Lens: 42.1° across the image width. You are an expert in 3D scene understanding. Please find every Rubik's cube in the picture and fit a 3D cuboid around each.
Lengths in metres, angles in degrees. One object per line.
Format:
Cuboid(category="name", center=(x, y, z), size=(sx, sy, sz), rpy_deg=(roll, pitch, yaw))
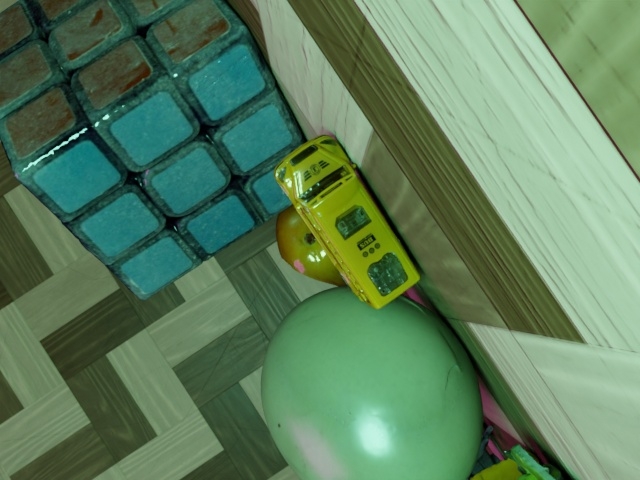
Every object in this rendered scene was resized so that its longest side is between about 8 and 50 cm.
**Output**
Cuboid(category="Rubik's cube", center=(-0.219, -0.166, 1.068), size=(0.304, 0.305, 0.301), rpy_deg=(57, 180, 37))

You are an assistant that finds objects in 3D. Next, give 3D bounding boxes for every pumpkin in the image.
Cuboid(category="pumpkin", center=(0.201, 0.257, 0.874), size=(0.054, 0.074, 0.083), rpy_deg=(60, -178, 31))

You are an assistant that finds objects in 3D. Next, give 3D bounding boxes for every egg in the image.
Cuboid(category="egg", center=(0.052, 0.162, 0.858), size=(0.269, 0.219, 0.219), rpy_deg=(49, 174, 40))

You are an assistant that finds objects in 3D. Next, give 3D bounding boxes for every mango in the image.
Cuboid(category="mango", center=(0.004, -0.005, 1.156), size=(0.141, 0.102, 0.217), rpy_deg=(31, -174, -7))

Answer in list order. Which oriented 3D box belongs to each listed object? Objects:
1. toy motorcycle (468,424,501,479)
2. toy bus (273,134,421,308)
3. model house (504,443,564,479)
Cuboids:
Cuboid(category="toy motorcycle", center=(0.194, 0.274, 1.170), size=(0.157, 0.091, 0.263), rpy_deg=(44, 172, 43))
Cuboid(category="toy bus", center=(0.026, -0.017, 0.780), size=(0.162, 0.069, 0.074), rpy_deg=(56, 178, -17))
Cuboid(category="model house", center=(0.164, 0.413, 0.654), size=(0.300, 0.323, 0.340), rpy_deg=(56, 178, -11))
